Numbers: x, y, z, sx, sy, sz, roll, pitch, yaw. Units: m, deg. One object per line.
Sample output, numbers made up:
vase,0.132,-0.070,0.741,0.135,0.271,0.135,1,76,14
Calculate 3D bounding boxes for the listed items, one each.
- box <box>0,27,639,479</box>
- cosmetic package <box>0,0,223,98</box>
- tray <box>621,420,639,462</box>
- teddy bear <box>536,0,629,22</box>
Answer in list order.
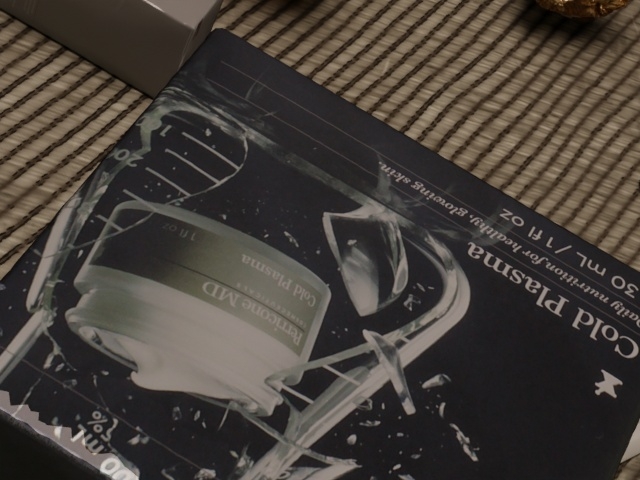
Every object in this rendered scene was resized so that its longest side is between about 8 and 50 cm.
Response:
box,-0.025,0.155,1.598,0.480,0.297,0.472,30,47,4
cosmetic package,-0.226,-0.263,2.050,0.238,0.127,0.107,30,48,-1
tray,0.330,0.138,2.032,0.270,0.030,0.145,-20,62,-34
teddy bear,0.282,-0.380,2.394,0.245,0.113,0.338,-12,51,-39
